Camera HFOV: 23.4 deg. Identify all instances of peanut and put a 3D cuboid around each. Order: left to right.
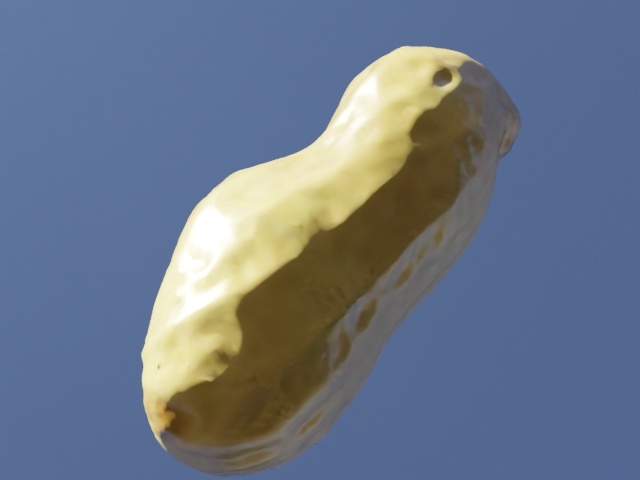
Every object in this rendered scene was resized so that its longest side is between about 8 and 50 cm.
[{"bbox_3d":[0.000,0.000,0.940,0.147,0.147,0.319,37,-111,4],"label":"peanut"}]
